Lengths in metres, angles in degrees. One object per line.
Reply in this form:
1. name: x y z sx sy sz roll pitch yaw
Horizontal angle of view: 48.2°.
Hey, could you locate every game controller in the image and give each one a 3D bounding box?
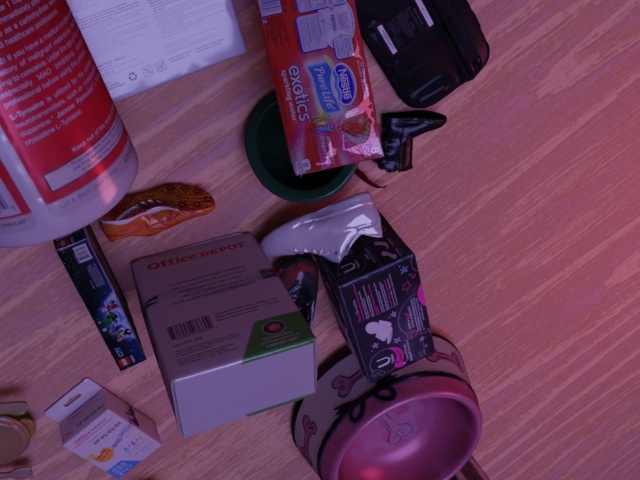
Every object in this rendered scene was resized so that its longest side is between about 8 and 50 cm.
1. game controller: 0.141 -0.347 1.098 0.166 0.067 0.319 -30 129 13

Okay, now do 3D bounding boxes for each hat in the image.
1. hat: -0.015 -0.138 1.169 0.173 0.183 0.208 -31 89 4

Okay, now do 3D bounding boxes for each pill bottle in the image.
1. pill bottle: -0.386 -0.211 0.811 0.229 0.229 0.408 -24 127 -10

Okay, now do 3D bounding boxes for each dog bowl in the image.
1. dog bowl: 0.154 0.391 1.488 0.407 0.150 0.408 -12 127 -16

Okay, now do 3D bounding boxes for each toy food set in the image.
1. toy food set: -0.547 0.329 1.200 0.132 0.038 0.192 0 125 -18

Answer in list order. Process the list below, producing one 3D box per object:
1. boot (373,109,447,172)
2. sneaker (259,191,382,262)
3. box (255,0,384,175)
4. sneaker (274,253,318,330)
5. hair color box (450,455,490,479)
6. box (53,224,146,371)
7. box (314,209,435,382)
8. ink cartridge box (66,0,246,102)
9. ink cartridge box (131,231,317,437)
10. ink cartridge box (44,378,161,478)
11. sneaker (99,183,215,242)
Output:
1. boot: 0.151 -0.167 1.215 0.121 0.045 0.099 -5 120 -15
2. sneaker: 0.000 0.000 1.182 0.212 0.094 0.080 -23 174 14
3. box: 0.000 -0.232 0.985 0.128 0.123 0.257 -12 105 4
4. sneaker: -0.054 0.160 1.265 0.097 0.135 0.276 7 115 -27
5. hair color box: 0.248 0.664 1.694 0.113 0.185 0.375 15 112 -31
6. box: -0.330 0.057 1.050 0.044 0.159 0.233 -24 127 -13
7. box: 0.091 0.099 1.278 0.142 0.163 0.247 -23 128 -8
8. ink cartridge box: -0.232 -0.316 0.935 0.223 0.045 0.224 -24 126 -12
9. ink cartridge box: -0.154 0.129 1.101 0.211 0.289 0.122 -14 128 -17
10. ink cartridge box: -0.382 0.333 1.260 0.104 0.061 0.181 -39 128 1
11. sneaker: -0.249 -0.042 1.101 0.175 0.064 0.067 -11 144 -14
